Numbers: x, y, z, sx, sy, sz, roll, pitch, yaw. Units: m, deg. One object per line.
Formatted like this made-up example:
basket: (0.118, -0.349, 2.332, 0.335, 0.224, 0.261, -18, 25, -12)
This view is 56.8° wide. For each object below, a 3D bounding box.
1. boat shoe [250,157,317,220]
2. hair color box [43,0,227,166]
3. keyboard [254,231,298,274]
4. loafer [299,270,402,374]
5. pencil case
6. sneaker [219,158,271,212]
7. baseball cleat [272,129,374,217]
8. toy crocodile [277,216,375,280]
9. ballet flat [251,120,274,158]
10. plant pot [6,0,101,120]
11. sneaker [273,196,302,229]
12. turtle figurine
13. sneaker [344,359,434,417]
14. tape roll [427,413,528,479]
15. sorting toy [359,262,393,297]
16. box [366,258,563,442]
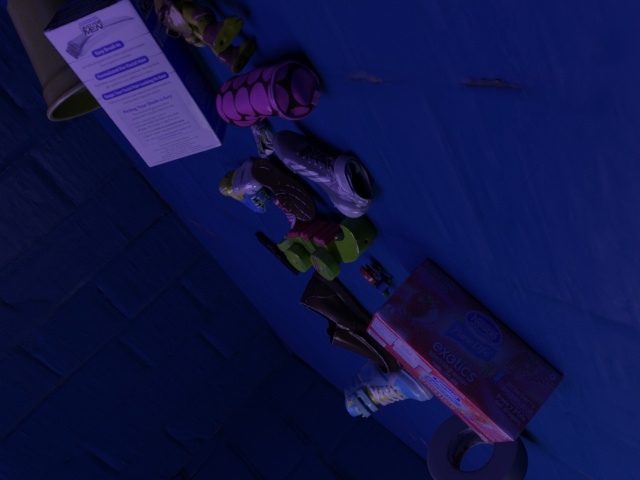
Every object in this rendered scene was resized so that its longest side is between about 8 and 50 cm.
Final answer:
boat shoe: (-0.068, -0.110, 1.249, 0.178, 0.064, 0.060, 43, -164, 16)
hair color box: (-0.345, -0.318, 1.164, 0.339, 0.185, 0.110, 59, -156, -44)
keyboard: (-0.138, 0.038, 1.892, 0.180, 0.023, 0.108, 42, 171, 12)
loafer: (0.077, 0.249, 1.649, 0.366, 0.130, 0.134, 46, 165, -3)
pencil case: (-0.079, -0.220, 0.905, 0.098, 0.095, 0.209, 23, 177, -31)
sneaker: (-0.153, -0.125, 1.419, 0.126, 0.091, 0.240, 32, 171, -24)
baseball cleat: (0.010, -0.130, 0.983, 0.206, 0.072, 0.109, 40, 151, 3)
toy crocodile: (0.000, 0.000, 1.236, 0.105, 0.115, 0.340, 57, 160, -18)
ballet flat: (-0.106, -0.193, 1.160, 0.041, 0.041, 0.114, 39, 165, 23)
plant pot: (-0.546, -0.446, 1.318, 0.254, 0.276, 0.276, 61, 163, -10)
sneaker: (-0.074, -0.071, 1.380, 0.067, 0.042, 0.118, 36, 155, 19)
turtle figurine: (-0.207, -0.356, 0.897, 0.217, 0.087, 0.269, 41, 164, 18)
sneaker: (0.189, 0.461, 1.757, 0.127, 0.208, 0.319, 51, 164, -14)
tape roll: (0.362, 0.503, 1.374, 0.072, 0.219, 0.219, 53, 164, -28)
sorting toy: (0.128, 0.081, 1.261, 0.102, 0.042, 0.061, 42, -174, -38)
box: (0.240, 0.196, 1.039, 0.300, 0.142, 0.154, 42, 165, 13)
